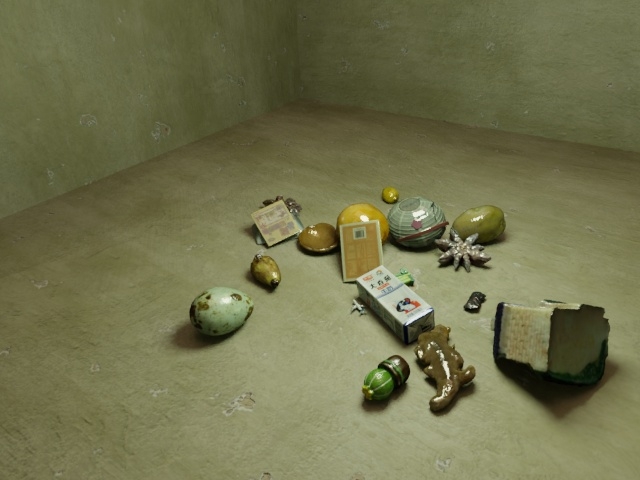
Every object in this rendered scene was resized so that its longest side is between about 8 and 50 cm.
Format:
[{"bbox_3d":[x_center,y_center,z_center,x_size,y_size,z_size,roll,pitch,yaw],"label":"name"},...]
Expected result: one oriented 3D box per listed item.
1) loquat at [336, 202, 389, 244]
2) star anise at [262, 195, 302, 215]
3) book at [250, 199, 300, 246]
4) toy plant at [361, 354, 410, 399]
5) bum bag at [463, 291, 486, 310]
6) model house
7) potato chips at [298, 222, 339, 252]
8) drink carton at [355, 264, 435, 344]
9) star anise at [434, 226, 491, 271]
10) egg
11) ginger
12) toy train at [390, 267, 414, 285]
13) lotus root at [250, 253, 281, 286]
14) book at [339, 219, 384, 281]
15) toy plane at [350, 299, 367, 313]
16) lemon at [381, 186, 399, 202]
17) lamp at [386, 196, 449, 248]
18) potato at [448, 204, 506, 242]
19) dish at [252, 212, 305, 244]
[{"bbox_3d":[0.181,-0.054,2.041,0.235,0.235,0.235,-1,32,1],"label":"loquat"},{"bbox_3d":[-0.201,-0.176,2.401,0.212,0.073,0.196,-5,35,-9],"label":"star anise"},{"bbox_3d":[-0.210,-0.083,2.166,0.168,0.013,0.192,-26,69,-15],"label":"book"},{"bbox_3d":[0.194,0.420,1.409,0.162,0.092,0.093,-28,40,-30],"label":"toy plant"},{"bbox_3d":[0.581,0.226,1.750,0.058,0.034,0.124,3,29,35],"label":"bum bag"},{"bbox_3d":[0.700,0.301,1.476,0.299,0.243,0.284,11,-3,-29],"label":"model house"},{"bbox_3d":[-0.001,0.000,2.118,0.208,0.061,0.195,20,44,29],"label":"potato chips"},{"bbox_3d":[0.265,0.226,1.691,0.131,0.106,0.315,-25,37,-18],"label":"drink carton"},{"bbox_3d":[0.600,0.042,1.968,0.236,0.093,0.229,31,63,25],"label":"star anise"},{"bbox_3d":[-0.347,0.246,1.647,0.231,0.169,0.169,-8,31,-28],"label":"egg"},{"bbox_3d":[0.390,0.379,1.475,0.166,0.080,0.333,-13,29,5],"label":"ginger"},{"bbox_3d":[0.317,0.157,1.862,0.122,0.050,0.081,-16,39,-21],"label":"toy train"},{"bbox_3d":[-0.214,0.135,1.895,0.108,0.094,0.190,-35,49,-10],"label":"lotus root"},{"bbox_3d":[0.168,0.043,1.895,0.170,0.241,0.018,-7,-13,16],"label":"book"},{"bbox_3d":[0.142,0.249,1.747,0.078,0.024,0.084,-7,24,-26],"label":"toy plane"},{"bbox_3d":[0.371,-0.238,2.459,0.082,0.082,0.110,-17,39,-23],"label":"lemon"},{"bbox_3d":[0.429,-0.077,2.069,0.265,0.233,0.233,-19,28,17],"label":"lamp"},{"bbox_3d":[0.698,-0.064,2.082,0.252,0.174,0.159,-14,21,11],"label":"potato"},{"bbox_3d":[-0.202,-0.074,2.233,0.243,0.080,0.182,-11,33,-12],"label":"dish"}]
